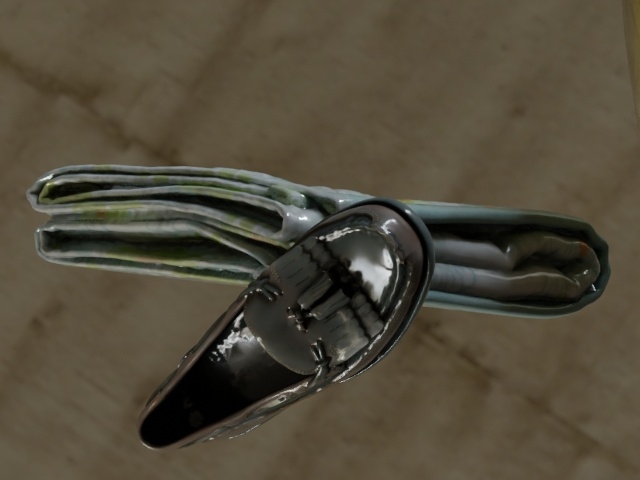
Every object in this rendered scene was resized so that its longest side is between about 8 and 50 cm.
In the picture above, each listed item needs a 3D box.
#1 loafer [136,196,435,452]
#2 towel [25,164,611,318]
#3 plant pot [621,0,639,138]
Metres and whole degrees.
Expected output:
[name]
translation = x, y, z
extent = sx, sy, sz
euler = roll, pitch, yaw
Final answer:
[loafer]
translation = -0.027, 0.070, 1.291
extent = 0.084, 0.096, 0.267
euler = -31, -9, -48
[towel]
translation = 0.000, 0.000, 1.561
extent = 0.374, 0.320, 0.090
euler = 9, -92, -47
[plant pot]
translation = 0.327, -0.128, 1.476
extent = 0.187, 0.212, 0.212
euler = 94, 176, -48
